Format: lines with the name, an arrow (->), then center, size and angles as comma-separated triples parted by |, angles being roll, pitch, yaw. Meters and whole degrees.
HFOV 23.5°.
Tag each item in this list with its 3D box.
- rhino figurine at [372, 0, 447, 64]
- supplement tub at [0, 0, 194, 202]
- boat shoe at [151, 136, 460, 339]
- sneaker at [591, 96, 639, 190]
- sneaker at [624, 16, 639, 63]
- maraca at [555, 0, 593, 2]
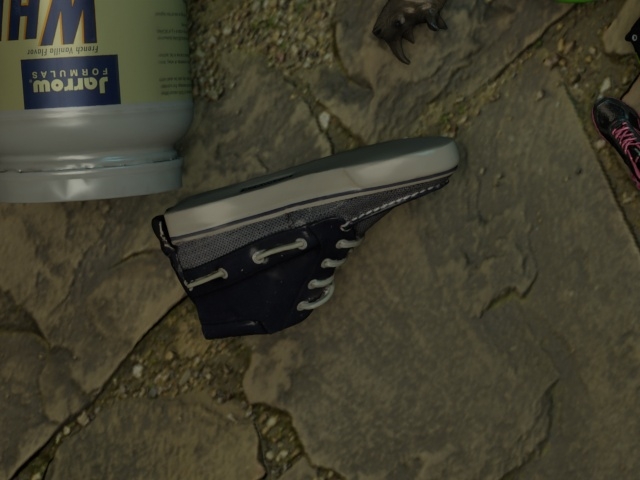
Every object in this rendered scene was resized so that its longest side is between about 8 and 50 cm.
rhino figurine -> 0.097, -0.306, 1.612 | 0.106, 0.073, 0.243 | 4, 99, 10
supplement tub -> -0.252, -0.209, 1.587 | 0.235, 0.235, 0.325 | -3, 96, 8
boat shoe -> 0.000, 0.000, 1.646 | 0.340, 0.127, 0.158 | -14, 101, 17
sneaker -> 0.328, -0.100, 1.611 | 0.047, 0.057, 0.119 | -36, 89, 12
sneaker -> 0.365, -0.191, 1.598 | 0.097, 0.084, 0.235 | 11, 98, 31
maraca -> 0.285, -0.303, 1.568 | 0.185, 0.099, 0.127 | -3, 76, 12
